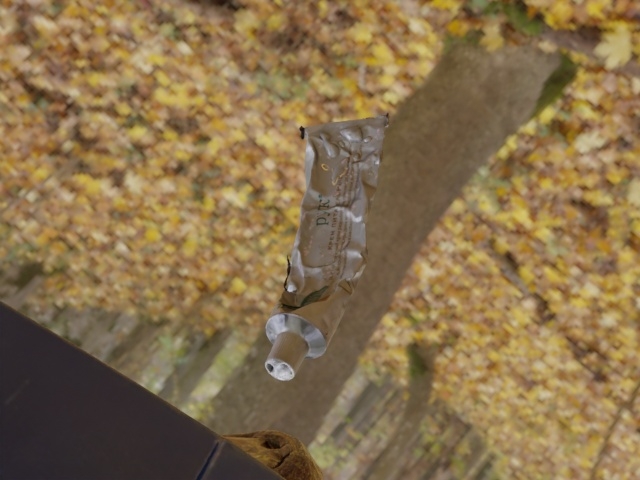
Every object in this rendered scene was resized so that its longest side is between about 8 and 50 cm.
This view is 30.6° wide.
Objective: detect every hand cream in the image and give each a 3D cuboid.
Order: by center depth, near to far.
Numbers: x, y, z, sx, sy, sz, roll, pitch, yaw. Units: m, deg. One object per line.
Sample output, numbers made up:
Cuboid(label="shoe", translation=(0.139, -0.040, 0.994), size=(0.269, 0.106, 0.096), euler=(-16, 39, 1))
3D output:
Cuboid(label="hand cream", translation=(0.001, 0.002, 0.964), size=(0.084, 0.257, 0.050), euler=(-5, 142, 25))

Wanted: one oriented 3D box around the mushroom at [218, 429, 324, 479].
Cuboid(label="mushroom", translation=(-0.120, 0.267, 1.178), size=(0.253, 0.253, 0.153), euler=(176, 92, -69))

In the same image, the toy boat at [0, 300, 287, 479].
Cuboid(label="toy boat", translation=(-0.054, 0.123, 0.387), size=(0.295, 0.129, 0.088), euler=(32, 131, -4))
